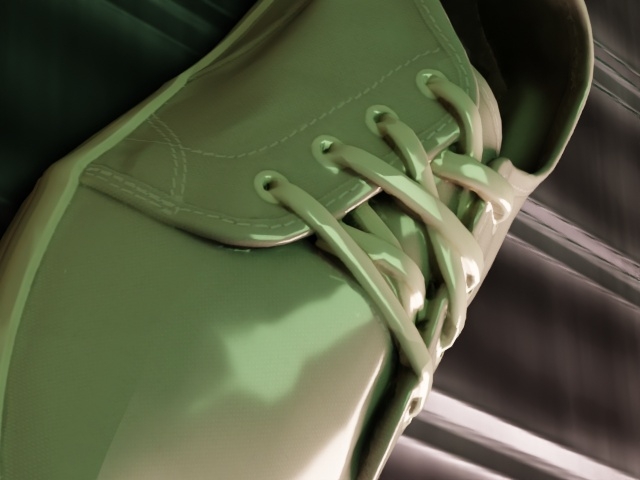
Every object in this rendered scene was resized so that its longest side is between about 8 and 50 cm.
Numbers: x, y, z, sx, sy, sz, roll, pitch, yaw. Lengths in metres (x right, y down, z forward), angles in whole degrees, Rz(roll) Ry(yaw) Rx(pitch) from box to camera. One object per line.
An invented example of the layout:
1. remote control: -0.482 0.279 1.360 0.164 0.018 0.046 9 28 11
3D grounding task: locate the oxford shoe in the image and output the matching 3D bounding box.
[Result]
1. oxford shoe: 0.000 0.000 0.752 0.169 0.130 0.449 59 36 -22
